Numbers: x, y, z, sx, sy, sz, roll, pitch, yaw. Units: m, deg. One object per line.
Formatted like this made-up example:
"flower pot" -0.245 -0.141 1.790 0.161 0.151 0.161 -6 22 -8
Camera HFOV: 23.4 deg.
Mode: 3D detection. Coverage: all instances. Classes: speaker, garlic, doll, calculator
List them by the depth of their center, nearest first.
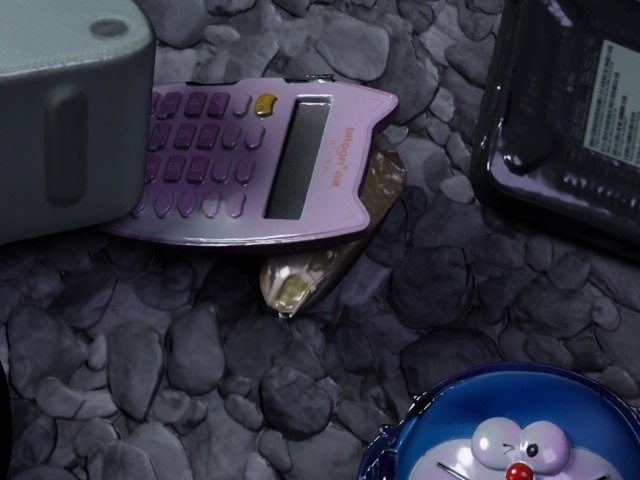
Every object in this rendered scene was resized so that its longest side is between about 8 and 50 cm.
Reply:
"speaker" -0.345 -0.097 1.307 0.406 0.184 0.183 -13 41 -22
"doll" 0.172 0.258 1.324 0.284 0.240 0.310 -5 83 9
"calculator" -0.079 -0.069 1.427 0.294 0.043 0.194 3 59 18
"garlic" 0.000 -0.001 1.448 0.087 0.101 0.195 43 63 -4

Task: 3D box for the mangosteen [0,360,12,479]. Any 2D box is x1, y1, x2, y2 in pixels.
"mangosteen" -0.377 0.161 1.169 0.297 0.297 0.313 1 100 -17

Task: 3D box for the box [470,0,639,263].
"box" 0.310 -0.126 1.619 0.289 0.073 0.290 20 63 -9
